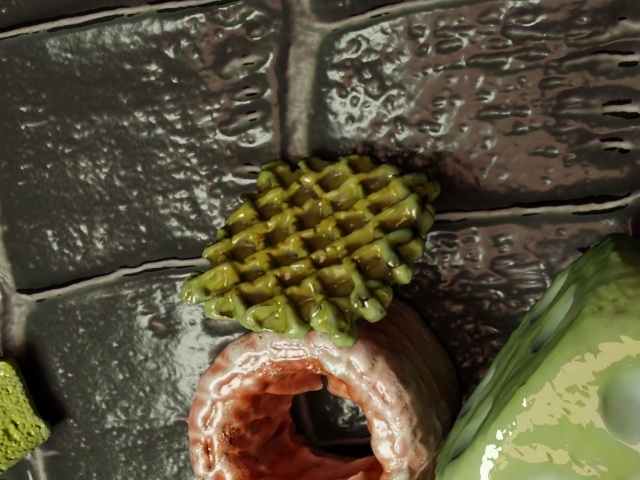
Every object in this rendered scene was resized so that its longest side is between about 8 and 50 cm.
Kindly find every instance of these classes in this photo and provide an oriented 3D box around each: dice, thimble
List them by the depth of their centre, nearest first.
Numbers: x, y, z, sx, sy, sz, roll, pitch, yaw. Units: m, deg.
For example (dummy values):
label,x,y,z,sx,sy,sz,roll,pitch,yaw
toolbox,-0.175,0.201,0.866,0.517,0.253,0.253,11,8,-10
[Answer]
label,x,y,z,sx,sy,sz,roll,pitch,yaw
dice,0.258,0.163,0.793,0.254,0.252,0.250,37,106,4
thimble,0.009,0.166,0.936,0.239,0.162,0.239,3,99,19

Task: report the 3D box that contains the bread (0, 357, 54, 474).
label,x,y,z,sx,sy,sz,roll,pitch,yaw
bread,-0.374,0.201,1.095,0.114,0.129,0.111,55,148,-3

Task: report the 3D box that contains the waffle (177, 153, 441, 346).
label,x,y,z,sx,sy,sz,roll,pitch,yaw
waffle,0.001,0.002,0.891,0.204,0.223,0.054,6,139,31
